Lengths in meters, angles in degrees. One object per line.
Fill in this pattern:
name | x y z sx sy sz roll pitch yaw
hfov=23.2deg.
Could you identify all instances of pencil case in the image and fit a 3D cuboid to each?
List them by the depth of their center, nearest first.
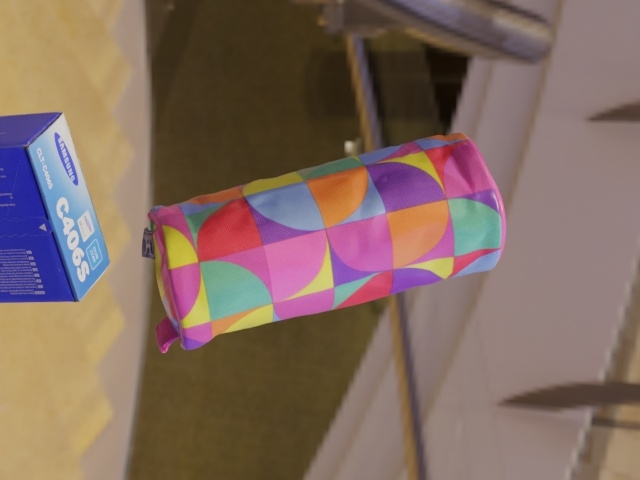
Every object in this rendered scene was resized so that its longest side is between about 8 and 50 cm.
pencil case | 0.000 0.000 1.016 0.104 0.236 0.104 166 -90 -81

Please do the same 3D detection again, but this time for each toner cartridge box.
toner cartridge box | -0.385 -0.025 1.483 0.075 0.348 0.165 -58 140 -53
